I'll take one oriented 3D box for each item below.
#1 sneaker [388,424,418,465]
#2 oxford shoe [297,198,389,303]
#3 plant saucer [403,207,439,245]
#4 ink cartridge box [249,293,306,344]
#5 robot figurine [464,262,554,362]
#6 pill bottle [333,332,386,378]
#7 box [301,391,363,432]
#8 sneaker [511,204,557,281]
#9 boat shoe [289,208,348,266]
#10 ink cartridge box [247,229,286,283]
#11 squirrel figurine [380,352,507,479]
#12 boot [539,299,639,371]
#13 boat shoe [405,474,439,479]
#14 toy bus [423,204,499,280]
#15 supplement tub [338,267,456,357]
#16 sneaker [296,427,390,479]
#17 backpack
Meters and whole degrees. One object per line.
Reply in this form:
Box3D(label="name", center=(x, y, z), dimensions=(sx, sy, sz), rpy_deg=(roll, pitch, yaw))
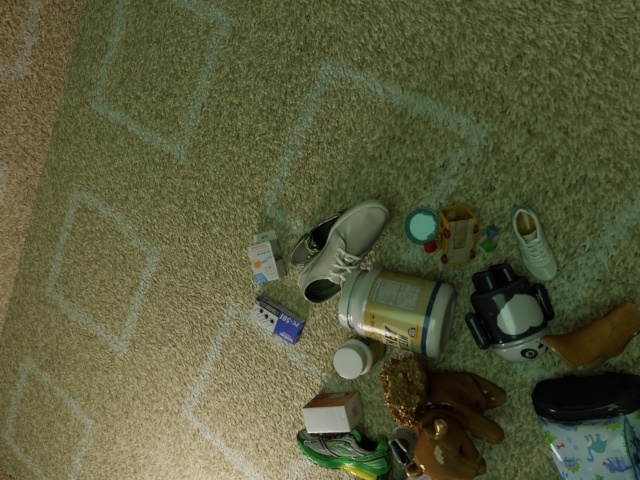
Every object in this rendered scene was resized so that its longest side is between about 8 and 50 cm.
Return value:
Box3D(label="sneaker", center=(0.318, 0.704, 1.526), dimensions=(0.228, 0.132, 0.086), rpy_deg=(26, 106, 22))
Box3D(label="oxford shoe", center=(0.076, 0.053, 1.534), dimensions=(0.449, 0.169, 0.130), rpy_deg=(-51, 30, 30))
Box3D(label="plant saucer", center=(0.325, -0.044, 1.501), dimensions=(0.119, 0.021, 0.119), rpy_deg=(3, 97, 25))
Box3D(label="ink cartridge box", center=(-0.160, 0.293, 1.766), dimensions=(0.207, 0.046, 0.097), rpy_deg=(27, 108, 21))
Box3D(label="robot figurine", center=(0.535, 0.207, 1.339), dimensions=(0.209, 0.173, 0.278), rpy_deg=(-25, 84, 30))
Box3D(label="pill bottle", center=(0.129, 0.366, 1.539), dimensions=(0.119, 0.208, 0.119), rpy_deg=(3, 97, 26))
Box3D(label="box", center=(0.044, 0.599, 1.651), dimensions=(0.170, 0.130, 0.091), rpy_deg=(-13, 91, 26))
Box3D(label="sneaker", center=(0.596, 0.011, 1.334), dimensions=(0.087, 0.092, 0.229), rpy_deg=(-25, 86, 25))
Box3D(label="boat shoe", center=(-0.002, -0.004, 1.629), dimensions=(0.305, 0.091, 0.109), rpy_deg=(-37, 79, 25))
Box3D(label="ink cartridge box", center=(-0.203, 0.059, 1.752), dimensions=(0.104, 0.061, 0.181), rpy_deg=(-16, 88, 27))
Box3D(label="squirrel figurine", center=(0.317, 0.521, 1.372), dimensions=(0.397, 0.370, 0.281), rpy_deg=(35, 110, 19))
Box3D(label="boot", center=(0.709, 0.231, 1.216), dimensions=(0.211, 0.295, 0.104), rpy_deg=(-53, 39, 18))
Box3D(label="boat shoe", center=(0.286, 0.798, 1.409), dimensions=(0.119, 0.121, 0.335), rpy_deg=(29, 127, 4))
Box3D(label="toy bus", center=(0.402, -0.009, 1.419), dimensions=(0.202, 0.191, 0.104), rpy_deg=(-46, 32, 22))
Box3D(label="supplement tub", center=(0.236, 0.212, 1.458), dimensions=(0.316, 0.228, 0.228), rpy_deg=(12, 101, 25))
Box3D(label="sneaker", center=(0.082, 0.717, 1.662), dimensions=(0.343, 0.134, 0.146), rpy_deg=(8, 93, 16))
Box3D(label="backpack", center=(0.750, 0.564, 1.242), dimensions=(0.290, 0.273, 0.356), rpy_deg=(-22, 100, 46))
